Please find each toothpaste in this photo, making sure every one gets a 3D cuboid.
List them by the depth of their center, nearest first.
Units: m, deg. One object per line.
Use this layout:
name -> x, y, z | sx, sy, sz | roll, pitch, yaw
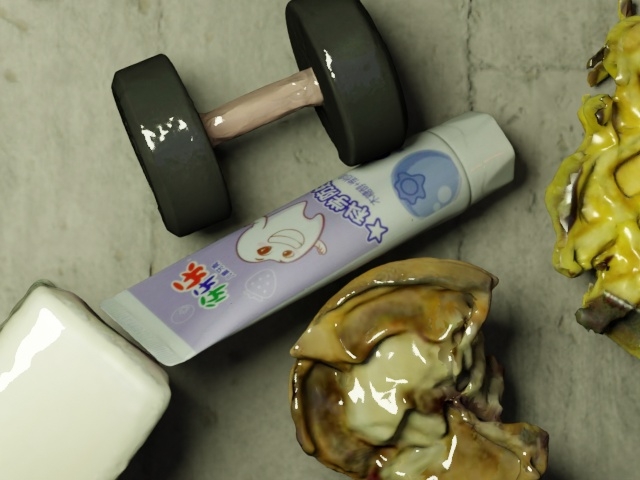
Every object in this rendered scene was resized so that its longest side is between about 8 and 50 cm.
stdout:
toothpaste -> 0.000, 0.000, 1.434 | 0.371, 0.125, 0.080 | -29, 126, -20

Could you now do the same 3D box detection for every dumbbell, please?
dumbbell -> -0.052, -0.110, 1.421 | 0.218, 0.152, 0.152 | -23, 98, -8

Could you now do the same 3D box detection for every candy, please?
candy -> -0.279, 0.206, 1.377 | 0.145, 0.208, 0.358 | 40, 87, -9

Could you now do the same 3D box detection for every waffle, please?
waffle -> 0.400, -0.051, 1.539 | 0.382, 0.095, 0.379 | 20, 90, -8

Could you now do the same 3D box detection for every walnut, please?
walnut -> 0.077, 0.129, 1.471 | 0.204, 0.141, 0.238 | -18, 99, 3
